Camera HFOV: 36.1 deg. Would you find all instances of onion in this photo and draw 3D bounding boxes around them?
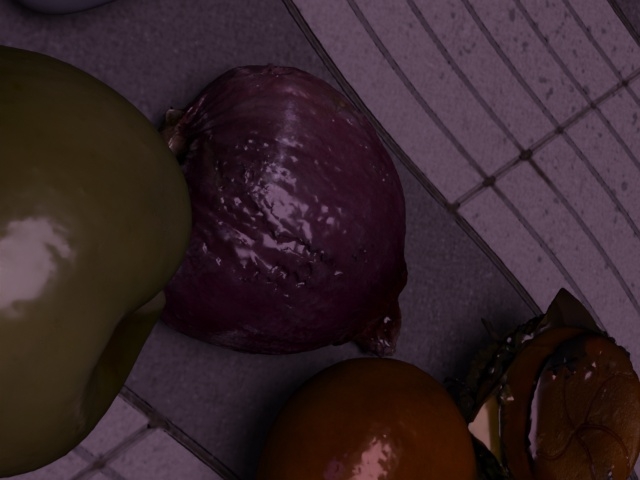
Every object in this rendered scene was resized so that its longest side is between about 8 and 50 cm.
[{"bbox_3d":[0.000,0.000,0.902,0.348,0.159,0.267,35,74,-26],"label":"onion"}]

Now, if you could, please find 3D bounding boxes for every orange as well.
[{"bbox_3d":[0.040,0.228,0.912,0.240,0.171,0.240,-1,91,-40],"label":"orange"}]

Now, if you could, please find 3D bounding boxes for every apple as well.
[{"bbox_3d":[-0.233,0.011,0.678,0.254,0.292,0.292,26,74,-1],"label":"apple"}]

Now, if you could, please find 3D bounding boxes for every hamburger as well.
[{"bbox_3d":[0.240,0.188,1.060,0.243,0.138,0.262,-45,112,-27],"label":"hamburger"}]

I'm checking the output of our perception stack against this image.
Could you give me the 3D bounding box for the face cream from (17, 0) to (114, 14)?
[{"bbox_3d":[-0.189,-0.324,0.712,0.163,0.080,0.337,-30,149,-19],"label":"face cream"}]
